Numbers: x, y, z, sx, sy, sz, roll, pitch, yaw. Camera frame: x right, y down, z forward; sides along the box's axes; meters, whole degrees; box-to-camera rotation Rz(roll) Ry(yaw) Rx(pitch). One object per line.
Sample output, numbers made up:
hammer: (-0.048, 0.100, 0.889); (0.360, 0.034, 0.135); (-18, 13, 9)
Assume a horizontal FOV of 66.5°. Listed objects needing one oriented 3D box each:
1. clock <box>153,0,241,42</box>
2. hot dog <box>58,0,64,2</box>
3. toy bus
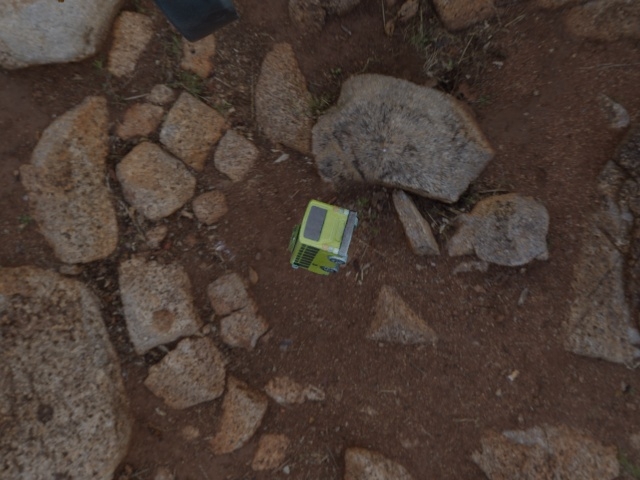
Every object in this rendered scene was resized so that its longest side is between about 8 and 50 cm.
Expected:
clock: (-0.232, -0.422, 0.578); (0.076, 0.386, 0.386); (-31, 95, 4)
hot dog: (-0.460, -0.483, 0.853); (0.036, 0.049, 0.122); (12, 114, 4)
toy bus: (0.000, 0.000, 0.856); (0.101, 0.175, 0.088); (16, 73, -5)
